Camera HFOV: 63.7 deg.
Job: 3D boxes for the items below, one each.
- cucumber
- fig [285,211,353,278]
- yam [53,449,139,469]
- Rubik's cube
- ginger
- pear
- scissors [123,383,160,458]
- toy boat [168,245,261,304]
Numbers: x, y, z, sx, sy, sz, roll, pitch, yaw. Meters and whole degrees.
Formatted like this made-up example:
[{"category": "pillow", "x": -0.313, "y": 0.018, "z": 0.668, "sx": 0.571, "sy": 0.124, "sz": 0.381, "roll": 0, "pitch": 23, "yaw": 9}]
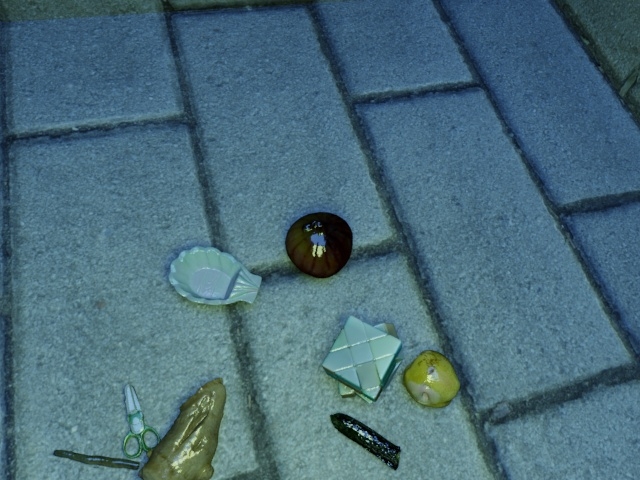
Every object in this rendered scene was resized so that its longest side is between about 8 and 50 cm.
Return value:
[{"category": "cucumber", "x": 0.136, "y": 0.585, "z": 1.531, "sx": 0.245, "sy": 0.067, "sz": 0.067, "roll": 32, "pitch": 61, "yaw": 6}, {"category": "fig", "x": 0.001, "y": 0.010, "z": 1.750, "sx": 0.234, "sy": 0.214, "sz": 0.235, "roll": 21, "pitch": 47, "yaw": -24}, {"category": "yam", "x": -0.616, "y": 0.605, "z": 1.418, "sx": 0.234, "sy": 0.029, "sz": 0.027, "roll": 10, "pitch": 34, "yaw": -3}, {"category": "Rubik's cube", "x": 0.133, "y": 0.357, "z": 1.582, "sx": 0.224, "sy": 0.213, "sz": 0.265, "roll": 26, "pitch": 71, "yaw": 22}, {"category": "ginger", "x": -0.359, "y": 0.546, "z": 1.435, "sx": 0.189, "sy": 0.126, "sz": 0.354, "roll": 18, "pitch": 62, "yaw": 6}, {"category": "pear", "x": 0.345, "y": 0.432, "z": 1.593, "sx": 0.177, "sy": 0.178, "sz": 0.178, "roll": 4, "pitch": 61, "yaw": -7}, {"category": "scissors", "x": -0.528, "y": 0.512, "z": 1.480, "sx": 0.101, "sy": 0.027, "sz": 0.205, "roll": -14, "pitch": 67, "yaw": -18}, {"category": "toy boat", "x": -0.342, "y": 0.134, "z": 1.676, "sx": 0.290, "sy": 0.100, "sz": 0.200, "roll": 17, "pitch": 61, "yaw": 1}]
